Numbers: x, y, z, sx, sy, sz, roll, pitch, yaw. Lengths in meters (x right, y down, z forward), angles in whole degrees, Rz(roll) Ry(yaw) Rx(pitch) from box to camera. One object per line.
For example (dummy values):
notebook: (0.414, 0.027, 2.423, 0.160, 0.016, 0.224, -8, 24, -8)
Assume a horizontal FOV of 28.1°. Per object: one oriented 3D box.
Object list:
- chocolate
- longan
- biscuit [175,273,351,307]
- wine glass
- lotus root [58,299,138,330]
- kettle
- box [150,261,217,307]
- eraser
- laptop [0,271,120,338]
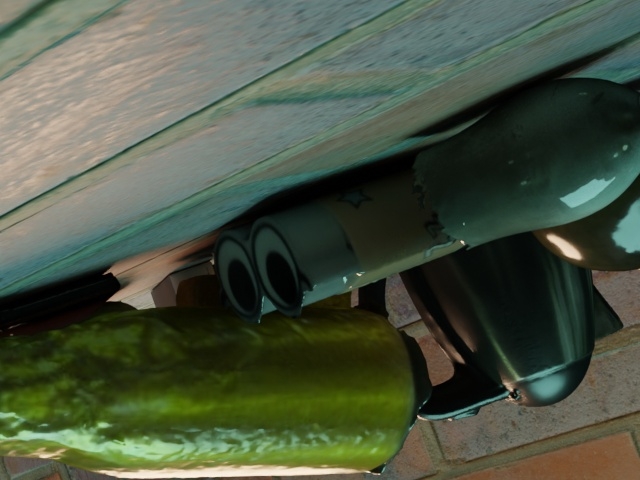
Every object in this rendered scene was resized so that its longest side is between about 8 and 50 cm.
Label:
chocolate: (-0.112, 0.118, 1.055, 0.445, 0.162, 0.162, 7, 158, -42)
longan: (0.270, -0.054, 1.167, 0.167, 0.167, 0.187, -19, 154, -25)
biscuit: (-0.041, 0.081, 1.273, 0.041, 0.212, 0.238, -17, -153, 46)
wine glass: (0.175, -0.063, 0.873, 0.222, 0.103, 0.103, -24, 175, 34)
lotus root: (-0.219, 0.101, 1.250, 0.090, 0.077, 0.183, -27, -176, -40)
kettle: (0.195, 0.057, 1.395, 0.251, 0.271, 0.207, -19, 176, -41)
box: (-0.123, 0.098, 1.322, 0.051, 0.130, 0.129, -18, 175, -19)
eraser: (0.068, -0.016, 1.059, 0.290, 0.087, 0.171, -18, 180, -29)
laptop: (-0.273, 0.075, 1.036, 0.207, 0.026, 0.154, -20, 174, -24)
